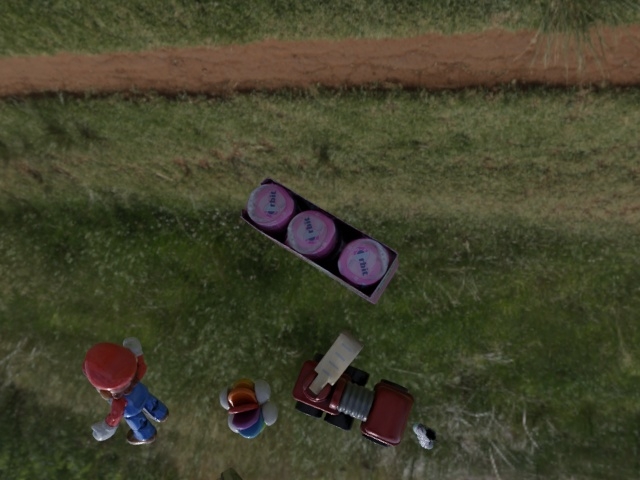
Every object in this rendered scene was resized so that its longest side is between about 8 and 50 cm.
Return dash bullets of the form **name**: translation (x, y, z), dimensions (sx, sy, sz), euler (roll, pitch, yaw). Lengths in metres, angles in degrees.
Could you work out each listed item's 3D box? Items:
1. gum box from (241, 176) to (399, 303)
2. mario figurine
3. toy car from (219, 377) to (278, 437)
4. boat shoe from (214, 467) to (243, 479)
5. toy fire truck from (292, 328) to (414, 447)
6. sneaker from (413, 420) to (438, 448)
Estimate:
- **gum box**: translation (0.000, 0.000, 0.627), dimensions (0.188, 0.062, 0.107), euler (31, 176, 13)
- **mario figurine**: translation (-0.524, 0.383, 1.338), dimensions (0.170, 0.198, 0.321), euler (-19, 126, -6)
- **toy car**: translation (-0.228, 0.527, 1.593), dimensions (0.159, 0.182, 0.136), euler (-16, -172, 8)
- **boat shoe**: translation (-0.081, 0.435, 0.628), dimensions (0.103, 0.302, 0.113), euler (-25, -178, -10)
- **toy fire truck**: translation (0.063, 0.264, 0.917), dimensions (0.217, 0.159, 0.246), euler (21, 166, 8)
- **sneaker**: translation (0.297, 0.539, 1.396), dimensions (0.069, 0.038, 0.098), euler (3, 132, 56)
